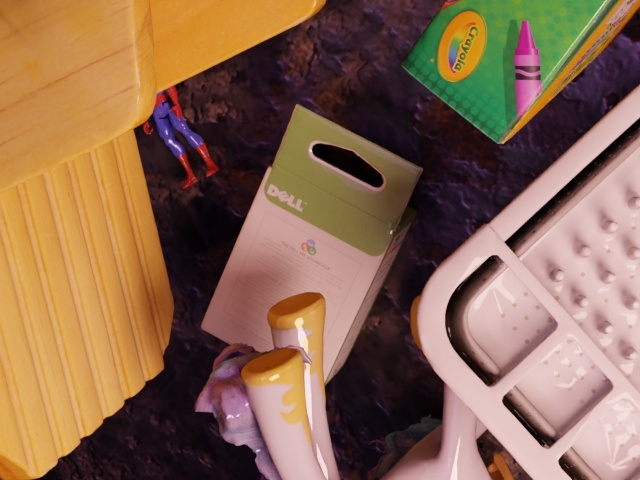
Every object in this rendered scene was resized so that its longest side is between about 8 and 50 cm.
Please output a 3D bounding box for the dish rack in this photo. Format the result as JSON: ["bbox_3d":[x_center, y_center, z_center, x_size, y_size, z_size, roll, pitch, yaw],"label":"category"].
[{"bbox_3d":[0.260,0.043,1.335,0.333,0.072,0.285,-43,89,-1],"label":"dish rack"}]

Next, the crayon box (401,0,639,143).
[{"bbox_3d":[0.167,-0.179,1.235,0.081,0.278,0.165,39,119,6],"label":"crayon box"}]

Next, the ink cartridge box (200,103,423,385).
[{"bbox_3d":[0.000,0.000,1.494,0.109,0.062,0.209,29,117,10],"label":"ink cartridge box"}]

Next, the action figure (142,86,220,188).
[{"bbox_3d":[-0.120,-0.097,1.528,0.038,0.030,0.115,-25,96,31],"label":"action figure"}]

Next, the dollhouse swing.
[{"bbox_3d":[-0.108,-0.053,1.330,0.315,0.347,0.305,-23,98,24],"label":"dollhouse swing"}]

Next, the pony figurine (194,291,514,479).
[{"bbox_3d":[0.039,0.222,1.432,0.303,0.351,0.363,19,129,59],"label":"pony figurine"}]
